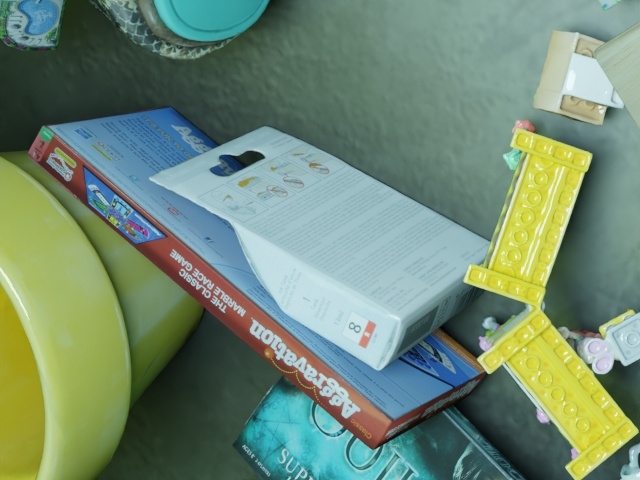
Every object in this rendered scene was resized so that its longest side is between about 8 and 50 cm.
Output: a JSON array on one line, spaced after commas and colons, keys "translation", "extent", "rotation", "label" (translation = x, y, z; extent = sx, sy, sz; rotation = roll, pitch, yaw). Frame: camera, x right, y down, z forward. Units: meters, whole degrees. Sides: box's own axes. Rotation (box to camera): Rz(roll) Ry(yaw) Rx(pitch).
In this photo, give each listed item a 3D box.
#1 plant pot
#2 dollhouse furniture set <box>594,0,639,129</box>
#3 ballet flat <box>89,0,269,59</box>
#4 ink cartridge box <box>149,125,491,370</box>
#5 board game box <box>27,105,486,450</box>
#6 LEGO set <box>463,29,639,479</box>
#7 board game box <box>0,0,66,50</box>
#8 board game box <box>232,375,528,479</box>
[{"translation": [-0.203, 0.044, 1.148], "extent": [0.254, 0.239, 0.254], "rotation": [10, 112, 26], "label": "plant pot"}, {"translation": [0.245, -0.119, 0.881], "extent": [0.242, 0.161, 0.212], "rotation": [-32, 90, 34], "label": "dollhouse furniture set"}, {"translation": [-0.090, -0.348, 1.011], "extent": [0.182, 0.164, 0.482], "rotation": [34, 125, 42], "label": "ballet flat"}, {"translation": [0.000, 0.000, 1.072], "extent": [0.179, 0.145, 0.045], "rotation": [27, 118, 20], "label": "ink cartridge box"}, {"translation": [-0.036, 0.014, 1.087], "extent": [0.281, 0.145, 0.027], "rotation": [40, 115, 17], "label": "board game box"}, {"translation": [0.142, 0.023, 1.051], "extent": [0.132, 0.107, 0.287], "rotation": [-17, 95, -2], "label": "LEGO set"}, {"translation": [-0.184, -0.202, 1.058], "extent": [0.194, 0.060, 0.194], "rotation": [118, 142, -62], "label": "board game box"}, {"translation": [0.037, 0.144, 1.119], "extent": [0.186, 0.026, 0.126], "rotation": [44, 107, 32], "label": "board game box"}]
